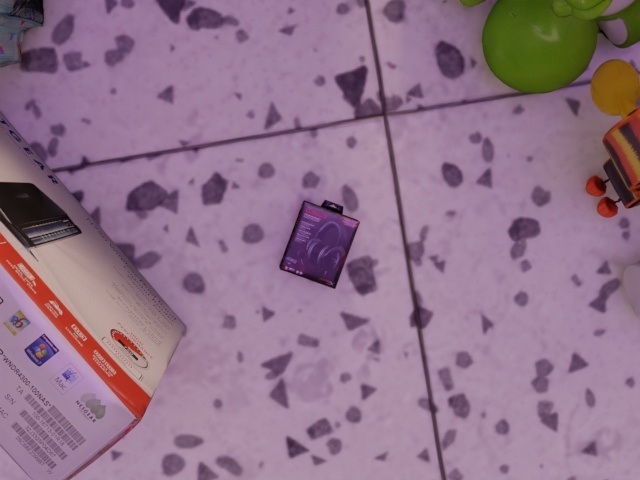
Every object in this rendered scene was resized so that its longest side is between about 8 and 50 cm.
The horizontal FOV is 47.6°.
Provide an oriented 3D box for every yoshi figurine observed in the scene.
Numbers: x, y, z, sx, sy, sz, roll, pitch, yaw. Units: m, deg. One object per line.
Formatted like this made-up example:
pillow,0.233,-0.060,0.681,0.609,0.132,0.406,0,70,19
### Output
yoshi figurine,0.177,-0.249,0.639,0.362,0.203,0.203,29,57,-42

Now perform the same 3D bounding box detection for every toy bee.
toy bee,0.332,-0.066,0.703,0.298,0.195,0.162,21,137,-41

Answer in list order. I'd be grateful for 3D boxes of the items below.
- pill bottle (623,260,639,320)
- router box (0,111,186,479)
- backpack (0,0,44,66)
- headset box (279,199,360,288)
pill bottle,0.420,0.030,0.755,0.184,0.103,0.103,-19,96,-3
router box,-0.263,0.001,0.595,0.082,0.301,0.335,-39,97,-1
backpack,-0.338,-0.227,0.626,0.166,0.188,0.144,10,94,-6
headset box,0.000,0.000,0.752,0.062,0.032,0.083,21,94,-6
